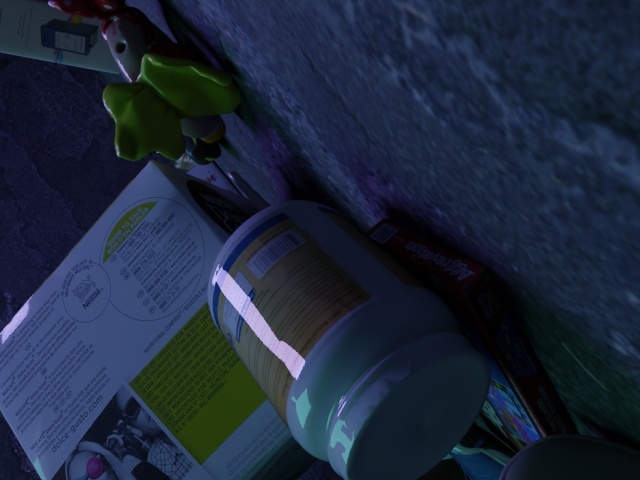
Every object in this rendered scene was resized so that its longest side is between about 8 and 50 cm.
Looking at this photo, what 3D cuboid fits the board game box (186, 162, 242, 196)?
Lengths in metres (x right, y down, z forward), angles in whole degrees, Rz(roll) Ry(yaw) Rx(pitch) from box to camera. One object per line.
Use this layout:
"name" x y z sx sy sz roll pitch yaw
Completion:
"board game box" -0.237 -0.067 1.512 0.224 0.097 0.303 50 173 -2

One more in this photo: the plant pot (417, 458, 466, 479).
"plant pot" 0.182 0.433 1.002 0.215 0.230 0.215 49 172 10

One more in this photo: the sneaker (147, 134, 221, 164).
"sneaker" -0.275 -0.192 1.093 0.300 0.121 0.111 40 167 51

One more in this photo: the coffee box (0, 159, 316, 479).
"coffee box" -0.136 0.154 0.783 0.334 0.338 0.337 46 -170 20

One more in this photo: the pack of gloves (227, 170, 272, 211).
"pack of gloves" 0.000 0.000 0.813 0.232 0.046 0.195 46 -175 24

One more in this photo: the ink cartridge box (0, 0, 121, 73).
"ink cartridge box" -0.439 -0.354 0.992 0.212 0.093 0.154 3 -151 -39

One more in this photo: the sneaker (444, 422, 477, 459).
"sneaker" 0.145 0.205 0.789 0.258 0.094 0.091 114 143 -82

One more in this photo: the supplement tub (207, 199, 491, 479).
"supplement tub" 0.014 0.072 0.465 0.199 0.144 0.144 43 169 44

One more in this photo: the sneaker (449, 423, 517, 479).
"sneaker" 0.194 0.266 0.637 0.211 0.081 0.080 43 177 -17

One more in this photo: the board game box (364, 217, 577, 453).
"board game box" 0.144 0.109 0.523 0.281 0.027 0.145 55 171 -26

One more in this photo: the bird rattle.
"bird rattle" -0.200 -0.200 0.702 0.253 0.143 0.207 51 -172 18

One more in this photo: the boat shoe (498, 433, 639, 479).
"boat shoe" 0.207 0.199 0.300 0.096 0.112 0.335 57 167 -10

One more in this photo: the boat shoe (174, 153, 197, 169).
"boat shoe" -0.319 -0.197 1.507 0.072 0.068 0.190 28 -179 -11
